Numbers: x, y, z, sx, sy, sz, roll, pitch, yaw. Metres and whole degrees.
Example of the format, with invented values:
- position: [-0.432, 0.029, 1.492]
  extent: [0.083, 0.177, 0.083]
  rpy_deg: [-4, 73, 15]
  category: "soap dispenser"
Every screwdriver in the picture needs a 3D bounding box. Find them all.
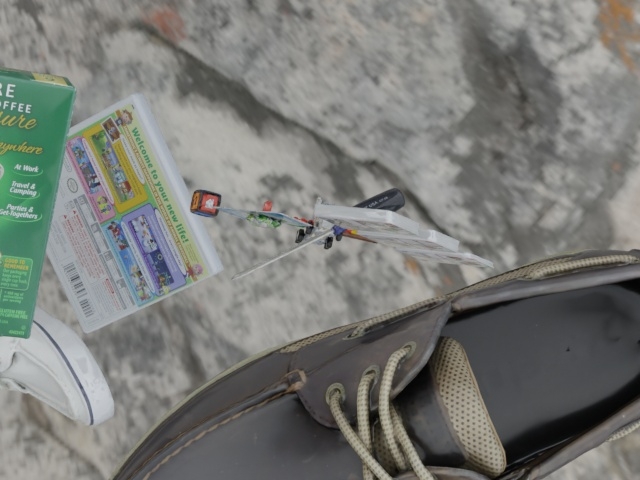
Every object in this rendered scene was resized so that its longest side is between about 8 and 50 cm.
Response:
- position: [0.000, 0.000, 1.362]
  extent: [0.170, 0.024, 0.025]
  rpy_deg: [-31, 93, -15]
  category: "screwdriver"

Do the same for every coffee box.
- position: [-0.236, -0.029, 1.069]
  extent: [0.113, 0.040, 0.184]
  rpy_deg: [7, 105, -19]
  category: "coffee box"

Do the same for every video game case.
- position: [-0.227, -0.027, 1.733]
  extent: [0.193, 0.023, 0.212]
  rpy_deg: [-25, 90, 28]
  category: "video game case"

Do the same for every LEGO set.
- position: [0.010, -0.025, 1.387]
  extent: [0.182, 0.244, 0.060]
  rpy_deg: [21, 77, -53]
  category: "LEGO set"

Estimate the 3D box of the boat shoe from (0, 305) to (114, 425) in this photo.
- position: [-0.305, 0.102, 1.532]
  extent: [0.088, 0.267, 0.096]
  rpy_deg: [-31, 145, -30]
  category: "boat shoe"

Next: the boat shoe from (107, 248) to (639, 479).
- position: [0.045, 0.085, 0.799]
  extent: [0.355, 0.130, 0.132]
  rpy_deg: [-27, 81, -17]
  category: "boat shoe"
